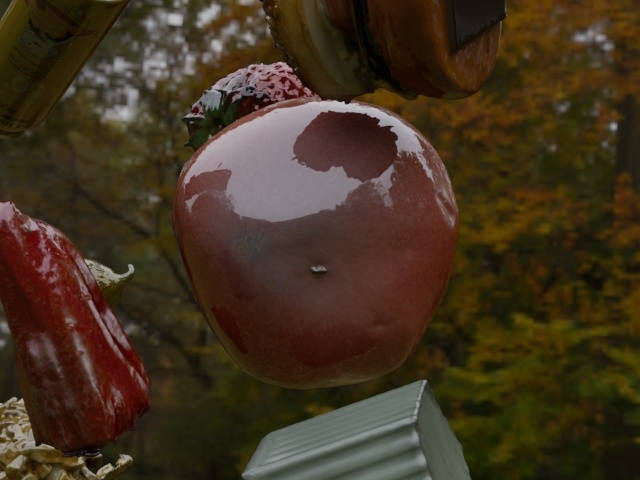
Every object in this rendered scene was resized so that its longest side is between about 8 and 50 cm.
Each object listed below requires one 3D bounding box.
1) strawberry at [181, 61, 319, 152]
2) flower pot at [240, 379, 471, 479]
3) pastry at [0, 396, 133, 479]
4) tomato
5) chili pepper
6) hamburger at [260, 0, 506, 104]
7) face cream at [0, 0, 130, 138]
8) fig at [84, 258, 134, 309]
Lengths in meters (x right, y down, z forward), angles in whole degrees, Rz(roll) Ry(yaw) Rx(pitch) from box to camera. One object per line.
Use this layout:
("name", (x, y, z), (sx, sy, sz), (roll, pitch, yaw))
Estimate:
("strawberry", (-0.077, -0.191, 2.435), (0.250, 0.239, 0.288), (4, 10, 40))
("flower pot", (0.054, 0.278, 1.416), (0.189, 0.209, 0.239), (-22, -52, 14))
("pastry", (-0.318, 0.258, 1.630), (0.154, 0.102, 0.250), (24, 1, -25))
("tomato", (0.000, 0.000, 1.585), (0.341, 0.341, 0.273), (2, 1, 7))
("chili pepper", (-0.250, 0.070, 1.345), (0.136, 0.253, 0.144), (4, 28, 47))
("hamburger", (0.063, -0.283, 1.487), (0.225, 0.291, 0.291), (-1, -12, 28))
("face cream", (-0.313, -0.213, 1.551), (0.105, 0.105, 0.348), (10, -29, -29))
("fig", (-0.297, 0.063, 1.872), (0.098, 0.082, 0.084), (-15, 20, 0))
